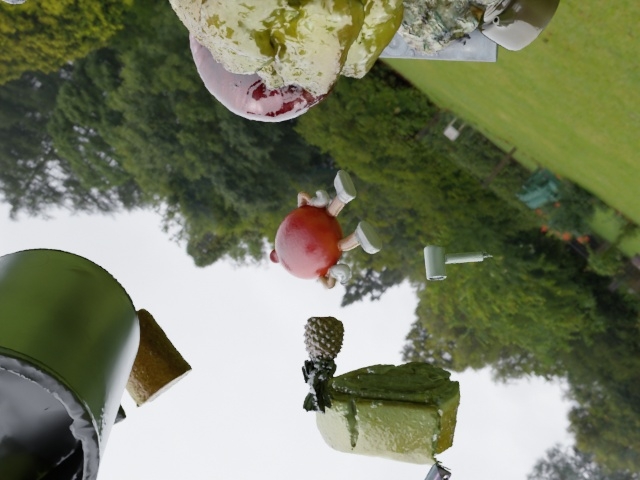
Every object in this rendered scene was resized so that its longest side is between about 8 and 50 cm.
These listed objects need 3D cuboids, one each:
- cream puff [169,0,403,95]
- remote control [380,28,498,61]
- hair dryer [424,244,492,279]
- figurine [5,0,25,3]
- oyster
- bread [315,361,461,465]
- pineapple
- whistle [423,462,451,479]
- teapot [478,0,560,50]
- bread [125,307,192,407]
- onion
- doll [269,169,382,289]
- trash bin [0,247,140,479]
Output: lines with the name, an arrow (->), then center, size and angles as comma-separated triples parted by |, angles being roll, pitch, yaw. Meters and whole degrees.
cream puff -> -0.029, -0.257, 0.646 | 0.244, 0.244, 0.196 | 46, 164, 22
remote control -> 0.283, -0.536, 1.696 | 0.378, 0.107, 0.044 | 8, -140, 19
hair dryer -> 0.259, 0.038, 1.186 | 0.038, 0.125, 0.063 | 55, -149, -74
figurine -> -0.217, -0.425, 0.555 | 0.186, 0.381, 0.261 | 35, -138, 16
oyster -> 0.202, -0.471, 1.189 | 0.092, 0.198, 0.259 | 7, -135, -50
bread -> 0.112, 0.294, 1.090 | 0.257, 0.123, 0.186 | -1, -170, 4
pineapple -> 0.001, 0.208, 1.058 | 0.074, 0.159, 0.074 | 7, 163, 2
whistle -> 0.129, 0.391, 0.881 | 0.033, 0.176, 0.033 | 31, 179, 1
teapot -> 0.434, -0.573, 1.480 | 0.175, 0.186, 0.267 | 27, -130, -21
bread -> -0.369, 0.242, 1.320 | 0.172, 0.132, 0.103 | 51, 167, 8
onion -> -0.083, -0.338, 1.091 | 0.273, 0.273, 0.285 | 41, -170, 2
doll -> 0.000, 0.000, 1.102 | 0.085, 0.217, 0.183 | -1, -119, -51
trash bin -> -0.315, 0.149, 0.658 | 0.277, 0.217, 0.262 | 61, -178, -20
